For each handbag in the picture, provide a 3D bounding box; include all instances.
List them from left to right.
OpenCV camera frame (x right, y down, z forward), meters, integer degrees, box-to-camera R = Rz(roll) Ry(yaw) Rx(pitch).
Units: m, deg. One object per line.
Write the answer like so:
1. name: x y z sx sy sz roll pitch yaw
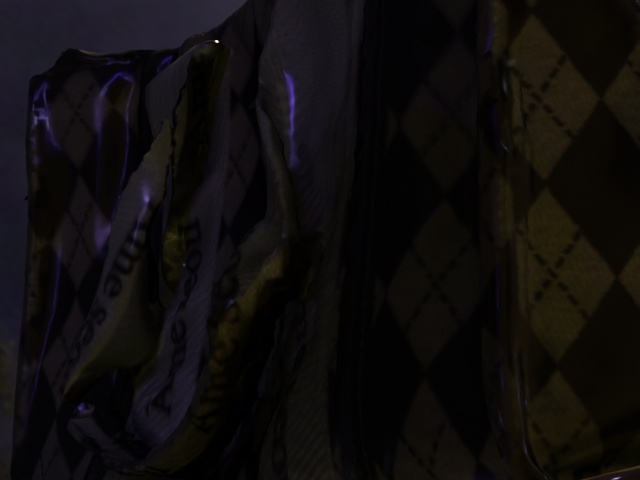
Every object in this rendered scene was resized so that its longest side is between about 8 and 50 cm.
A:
1. handbag: 0.000 0.000 0.742 0.180 0.416 0.317 9 -113 -31

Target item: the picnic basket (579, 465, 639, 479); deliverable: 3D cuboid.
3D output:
1. picnic basket: 0.163 0.126 0.340 0.266 0.165 0.139 10 -39 -20
